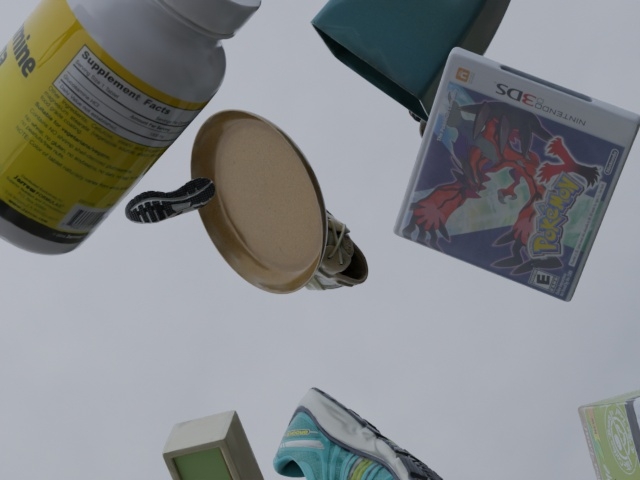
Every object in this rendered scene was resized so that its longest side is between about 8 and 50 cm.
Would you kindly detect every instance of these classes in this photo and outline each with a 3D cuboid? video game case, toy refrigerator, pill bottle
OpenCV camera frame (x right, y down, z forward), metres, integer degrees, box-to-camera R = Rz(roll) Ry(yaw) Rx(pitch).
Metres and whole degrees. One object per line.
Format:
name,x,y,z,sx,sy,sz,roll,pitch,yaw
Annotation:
video game case,0.179,-0.059,1.571,0.023,0.183,0.201,-55,-16,-57
toy refrigerator,-0.131,0.393,2.471,0.094,0.102,0.270,-71,-36,-64
pill bottle,-0.215,-0.158,1.659,0.334,0.188,0.188,-46,-15,22

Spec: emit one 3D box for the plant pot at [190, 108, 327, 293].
plant pot,-0.070,-0.050,2.050,0.032,0.236,0.236,-25,-41,-39

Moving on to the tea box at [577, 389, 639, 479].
tea box,0.533,0.347,2.276,0.220,0.329,0.323,-14,-6,-11

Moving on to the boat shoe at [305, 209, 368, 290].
boat shoe,0.000,0.000,2.433,0.302,0.098,0.109,55,-141,-66

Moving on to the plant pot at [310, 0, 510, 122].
plant pot,0.134,-0.291,2.050,0.234,0.165,0.165,-54,-14,-1

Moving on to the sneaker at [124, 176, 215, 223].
sneaker,-0.175,-0.040,1.976,0.109,0.040,0.044,-14,-13,-9

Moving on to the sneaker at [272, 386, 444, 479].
sneaker,0.053,0.256,1.731,0.107,0.275,0.110,37,-94,-42

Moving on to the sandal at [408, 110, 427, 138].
sandal,0.154,-0.201,2.345,0.219,0.060,0.090,-66,-4,-62
